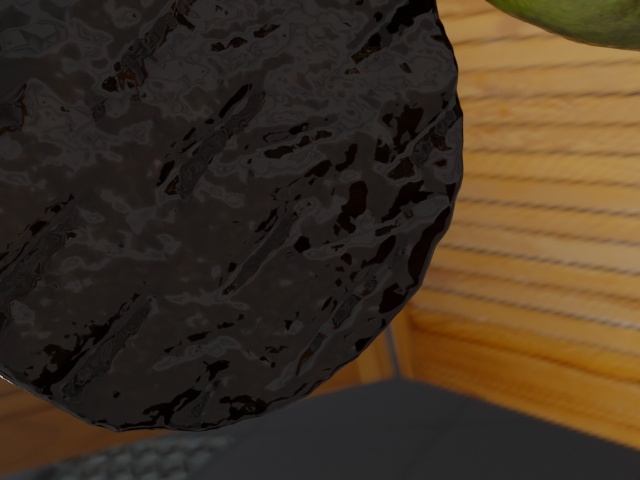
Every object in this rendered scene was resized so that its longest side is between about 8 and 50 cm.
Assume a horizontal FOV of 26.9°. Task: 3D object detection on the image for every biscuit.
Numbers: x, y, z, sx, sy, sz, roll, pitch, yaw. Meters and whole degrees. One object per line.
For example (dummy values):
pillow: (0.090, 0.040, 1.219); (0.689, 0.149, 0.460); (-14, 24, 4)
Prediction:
biscuit: (-0.088, -0.064, 0.941); (0.407, 0.407, 0.091); (-17, -158, -18)

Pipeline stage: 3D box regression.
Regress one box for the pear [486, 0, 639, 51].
pear: (0.205, -0.289, 0.781); (0.351, 0.352, 0.413); (-11, 159, 10)
